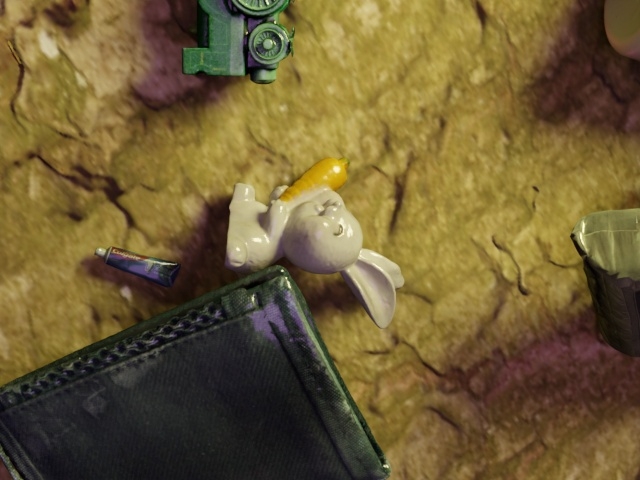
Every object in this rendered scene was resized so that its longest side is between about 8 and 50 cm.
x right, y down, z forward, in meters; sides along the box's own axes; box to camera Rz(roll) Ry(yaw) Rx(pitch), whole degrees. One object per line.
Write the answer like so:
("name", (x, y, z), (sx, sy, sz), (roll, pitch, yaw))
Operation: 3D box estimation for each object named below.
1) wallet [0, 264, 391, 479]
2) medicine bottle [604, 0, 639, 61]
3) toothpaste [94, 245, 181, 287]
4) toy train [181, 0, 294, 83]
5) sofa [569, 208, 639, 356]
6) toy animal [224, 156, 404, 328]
("wallet", (-0.132, 0.186, 0.848), (0.342, 0.075, 0.237), (-24, 104, 13))
("medicine bottle", (0.414, -0.218, 0.823), (0.254, 0.152, 0.152), (13, 100, -10))
("toothpaste", (-0.181, 0.023, 0.862), (0.083, 0.019, 0.027), (19, 75, -12))
("toy train", (-0.074, -0.233, 0.798), (0.104, 0.071, 0.178), (1, 103, 3))
("sofa", (0.367, -0.009, 0.853), (0.225, 0.176, 0.210), (-13, 146, 20))
("toy animal", (0.000, 0.000, 0.858), (0.182, 0.131, 0.127), (6, 133, -2))
